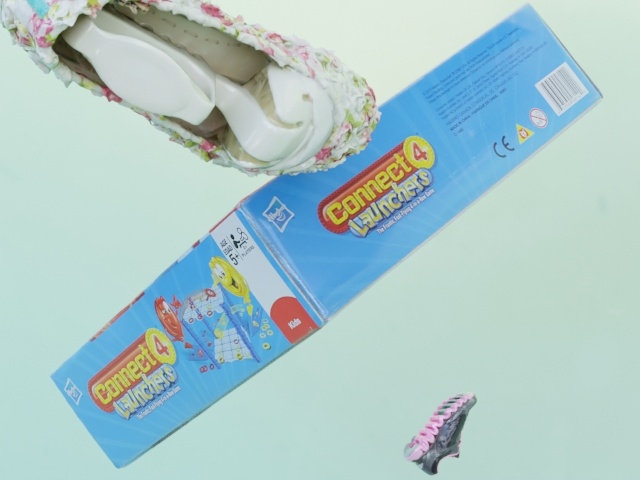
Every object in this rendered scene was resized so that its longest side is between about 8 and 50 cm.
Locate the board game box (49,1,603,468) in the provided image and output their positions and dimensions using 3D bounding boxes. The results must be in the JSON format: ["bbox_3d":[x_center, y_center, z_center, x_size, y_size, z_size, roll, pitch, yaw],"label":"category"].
[{"bbox_3d":[0.000,0.000,1.053,0.308,0.086,0.302,-37,-1,-39],"label":"board game box"}]

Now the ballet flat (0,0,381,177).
[{"bbox_3d":[-0.058,-0.075,0.772,0.091,0.241,0.077,-54,39,21],"label":"ballet flat"}]

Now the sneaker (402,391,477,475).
[{"bbox_3d":[0.156,0.238,1.871,0.119,0.057,0.047,-46,9,-14],"label":"sneaker"}]
